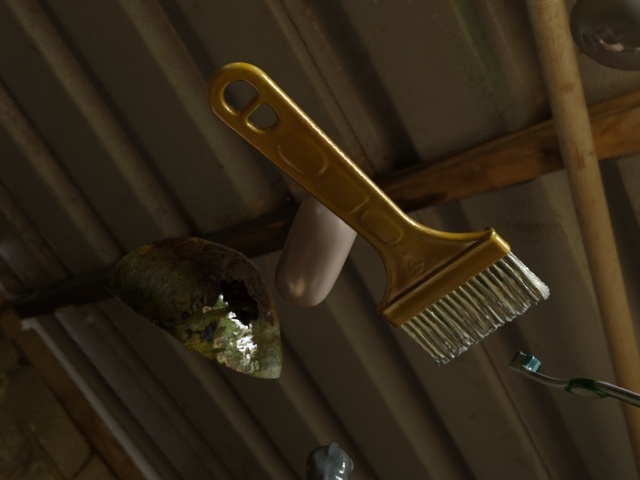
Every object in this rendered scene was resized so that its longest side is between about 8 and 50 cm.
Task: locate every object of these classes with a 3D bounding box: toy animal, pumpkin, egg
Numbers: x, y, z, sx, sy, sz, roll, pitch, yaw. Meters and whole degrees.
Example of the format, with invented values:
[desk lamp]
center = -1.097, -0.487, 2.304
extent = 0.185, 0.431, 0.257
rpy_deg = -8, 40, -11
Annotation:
[toy animal]
center = 0.005, 0.480, 1.258
extent = 0.082, 0.269, 0.137
rpy_deg = 3, -37, 12
[pumpkin]
center = -0.139, 0.096, 1.068
extent = 0.312, 0.148, 0.169
rpy_deg = 26, 1, -38
[egg]
center = 0.355, -0.248, 0.824
extent = 0.135, 0.103, 0.103
rpy_deg = 10, -49, 6

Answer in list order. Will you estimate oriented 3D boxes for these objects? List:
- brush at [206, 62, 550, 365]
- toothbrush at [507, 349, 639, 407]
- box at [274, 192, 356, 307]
[brush]
center = 0.033, -0.016, 0.470
extent = 0.103, 0.013, 0.272
rpy_deg = -39, -64, 23
[toothbrush]
center = 0.429, 0.237, 1.132
extent = 0.042, 0.040, 0.418
rpy_deg = 40, -9, -18
[box]
center = 0.000, 0.000, 1.022
extent = 0.088, 0.146, 0.200
rpy_deg = 24, -62, 5
